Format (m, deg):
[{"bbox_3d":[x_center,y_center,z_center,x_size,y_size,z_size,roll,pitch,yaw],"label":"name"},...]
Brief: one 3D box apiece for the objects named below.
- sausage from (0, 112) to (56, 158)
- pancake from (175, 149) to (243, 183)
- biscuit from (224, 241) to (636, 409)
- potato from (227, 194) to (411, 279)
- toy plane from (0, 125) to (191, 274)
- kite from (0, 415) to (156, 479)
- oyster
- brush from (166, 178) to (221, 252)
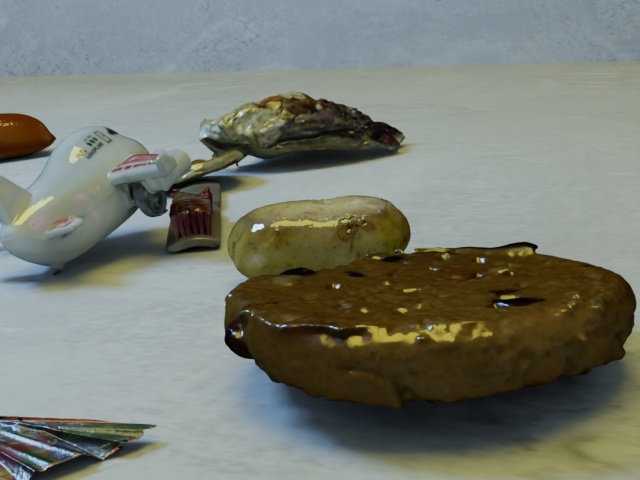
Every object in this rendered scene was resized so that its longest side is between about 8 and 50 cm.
[{"bbox_3d":[-0.584,-0.165,1.816,0.300,0.083,0.089,-10,4,-27],"label":"sausage"},{"bbox_3d":[-0.181,-0.096,1.516,0.158,0.028,0.158,-14,7,2],"label":"pancake"},{"bbox_3d":[0.078,0.060,0.791,0.296,0.075,0.296,-4,9,1],"label":"biscuit"},{"bbox_3d":[0.000,0.000,1.033,0.171,0.080,0.107,-3,7,-10],"label":"potato"},{"bbox_3d":[-0.258,-0.049,1.178,0.252,0.118,0.252,-19,16,6],"label":"toy plane"},{"bbox_3d":[-0.221,0.144,0.673,0.241,0.014,0.183,-16,22,-39],"label":"kite"},{"bbox_3d":[-0.021,-0.169,1.663,0.275,0.100,0.271,-6,-1,10],"label":"oyster"},{"bbox_3d":[-0.150,-0.047,1.328,0.060,0.050,0.321,-9,14,-3],"label":"brush"}]
